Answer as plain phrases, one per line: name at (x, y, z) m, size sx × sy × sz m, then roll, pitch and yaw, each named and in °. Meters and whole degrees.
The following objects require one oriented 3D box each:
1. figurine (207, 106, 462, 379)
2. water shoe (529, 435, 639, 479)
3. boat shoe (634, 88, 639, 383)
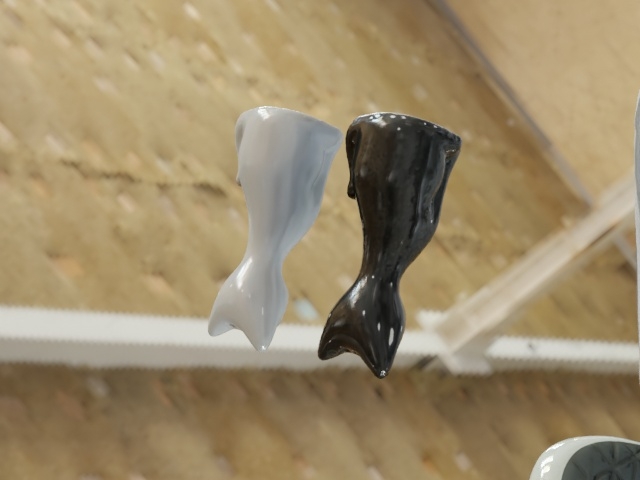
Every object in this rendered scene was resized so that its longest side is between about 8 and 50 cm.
figurine at (0.000, 0.000, 1.435) m, size 0.215 × 0.209 × 0.092 m, roll 7°, pitch 171°, yaw 41°
water shoe at (0.139, 0.143, 0.621) m, size 0.203 × 0.080 × 0.073 m, roll 35°, pitch -124°, yaw -19°
boat shoe at (0.302, -0.043, 1.281) m, size 0.156 × 0.136 × 0.367 m, roll -67°, pitch -24°, yaw -64°
